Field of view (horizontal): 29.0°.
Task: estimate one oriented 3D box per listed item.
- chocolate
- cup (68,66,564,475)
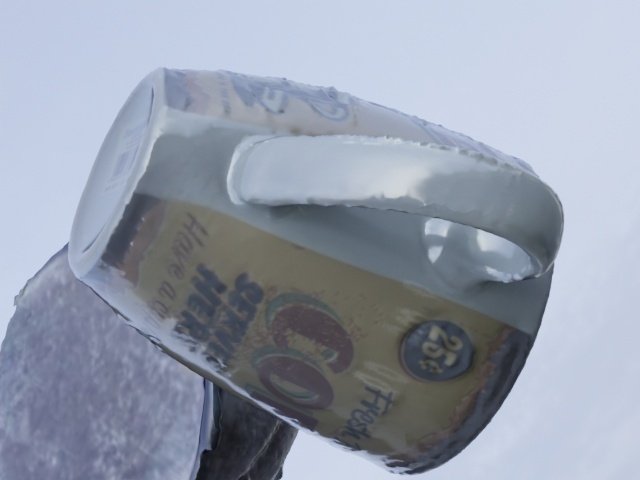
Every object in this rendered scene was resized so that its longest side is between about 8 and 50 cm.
[{"bbox_3d":[-0.126,0.145,1.100,0.213,0.303,0.303,11,-68,-48],"label":"chocolate"},{"bbox_3d":[0.000,0.000,0.750,0.257,0.301,0.227,21,-111,-23],"label":"cup"}]
